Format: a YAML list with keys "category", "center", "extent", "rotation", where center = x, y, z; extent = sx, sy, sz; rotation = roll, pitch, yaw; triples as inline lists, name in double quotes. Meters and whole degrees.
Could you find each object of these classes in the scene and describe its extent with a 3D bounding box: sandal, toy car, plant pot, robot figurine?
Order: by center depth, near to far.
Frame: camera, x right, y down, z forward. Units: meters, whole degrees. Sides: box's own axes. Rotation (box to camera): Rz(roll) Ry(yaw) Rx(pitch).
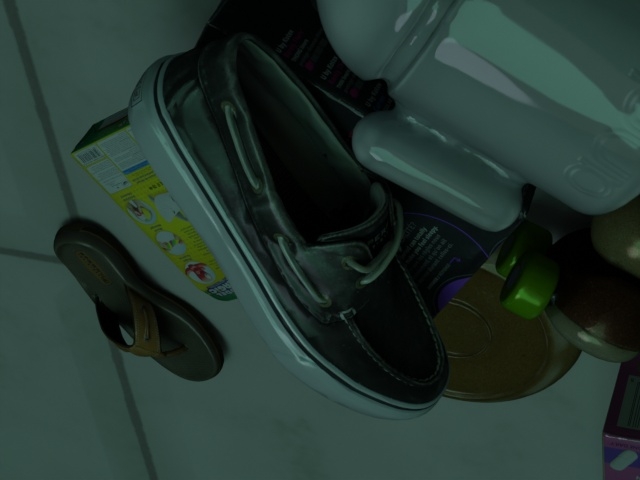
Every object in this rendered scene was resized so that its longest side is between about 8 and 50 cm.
- category: "robot figurine"
  center: [0.145, -0.153, 0.967]
  extent: [0.353, 0.200, 0.300]
  rotation: [30, 99, -5]
- category: "toy car"
  center: [0.252, -0.006, 1.146]
  extent: [0.155, 0.149, 0.188]
  rotation: [27, 109, -6]
- category: "plant pot"
  center: [0.123, 0.073, 1.327]
  extent: [0.236, 0.032, 0.236]
  rotation: [13, 135, 14]
- category: "sandal"
  center: [-0.190, 0.073, 1.458]
  extent: [0.090, 0.060, 0.219]
  rotation: [-21, 120, 39]

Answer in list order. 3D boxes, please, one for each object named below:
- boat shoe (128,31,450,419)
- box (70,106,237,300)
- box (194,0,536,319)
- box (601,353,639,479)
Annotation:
- category: "boat shoe"
  center: [0.000, 0.000, 1.031]
  extent: [0.119, 0.121, 0.335]
  rotation: [-19, 119, 45]
- category: "box"
  center: [-0.095, -0.029, 1.116]
  extent: [0.105, 0.043, 0.179]
  rotation: [-19, 120, 42]
- category: "box"
  center: [0.028, -0.089, 1.128]
  extent: [0.270, 0.143, 0.165]
  rotation: [31, 138, -5]
- category: "box"
  center: [0.368, 0.225, 1.294]
  extent: [0.214, 0.117, 0.243]
  rotation: [7, 135, 19]
